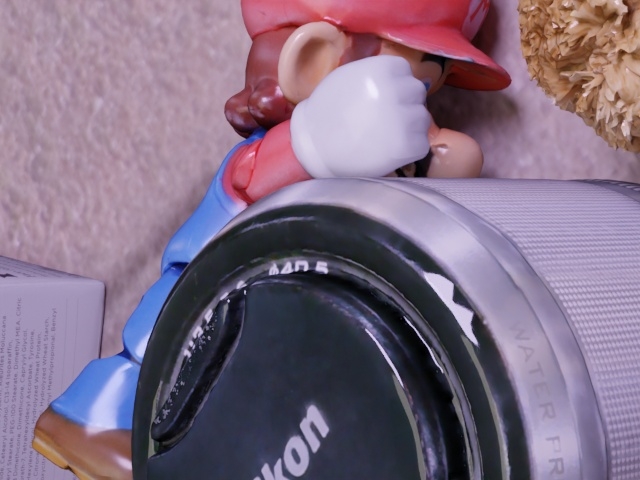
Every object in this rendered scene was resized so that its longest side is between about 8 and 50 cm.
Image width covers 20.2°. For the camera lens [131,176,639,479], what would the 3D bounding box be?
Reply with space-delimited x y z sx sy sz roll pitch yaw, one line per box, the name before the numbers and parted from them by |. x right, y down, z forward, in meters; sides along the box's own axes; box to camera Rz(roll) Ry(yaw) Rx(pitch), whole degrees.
camera lens | 0.076 0.083 0.750 0.219 0.274 0.219 2 92 42

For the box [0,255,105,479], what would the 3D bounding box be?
box | -0.246 0.098 1.148 0.181 0.119 0.181 12 99 41

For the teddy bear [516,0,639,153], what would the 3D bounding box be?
teddy bear | 0.170 -0.203 0.717 0.338 0.113 0.245 -54 25 28

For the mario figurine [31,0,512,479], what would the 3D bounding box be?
mario figurine | 0.000 0.000 0.890 0.320 0.170 0.198 -59 32 -1
